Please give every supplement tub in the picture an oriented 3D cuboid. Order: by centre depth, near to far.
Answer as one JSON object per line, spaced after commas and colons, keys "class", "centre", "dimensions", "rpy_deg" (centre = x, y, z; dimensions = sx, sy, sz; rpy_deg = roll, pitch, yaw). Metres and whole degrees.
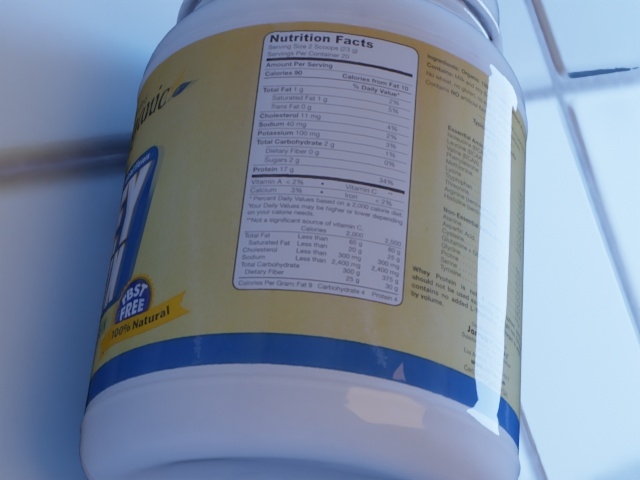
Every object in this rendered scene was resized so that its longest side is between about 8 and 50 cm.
{"class": "supplement tub", "centre": [0.000, 0.000, 0.492], "dimensions": [0.144, 0.144, 0.199], "rpy_deg": [27, 56, -35]}
